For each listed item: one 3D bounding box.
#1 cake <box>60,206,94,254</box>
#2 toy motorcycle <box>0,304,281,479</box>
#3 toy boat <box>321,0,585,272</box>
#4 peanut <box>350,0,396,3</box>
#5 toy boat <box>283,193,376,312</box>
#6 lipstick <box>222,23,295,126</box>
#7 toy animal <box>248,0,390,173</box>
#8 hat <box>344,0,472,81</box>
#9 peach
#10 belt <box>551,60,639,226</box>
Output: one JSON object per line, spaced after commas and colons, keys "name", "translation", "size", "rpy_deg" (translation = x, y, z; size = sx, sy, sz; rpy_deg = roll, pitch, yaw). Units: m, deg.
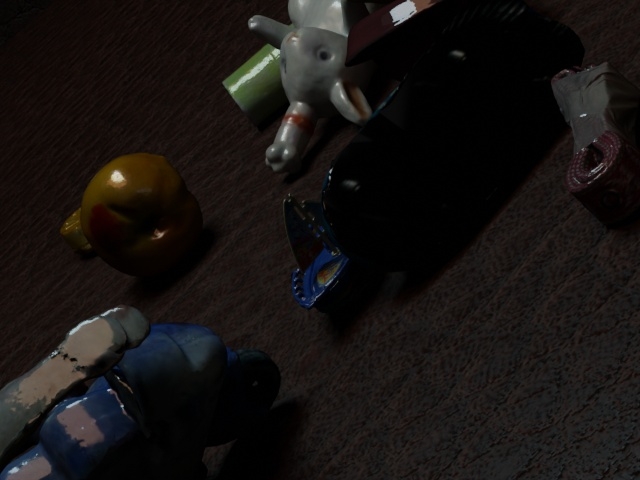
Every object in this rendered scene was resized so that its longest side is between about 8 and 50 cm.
{"name": "cake", "translation": [-0.282, -0.019, 2.202], "size": [0.084, 0.044, 0.084], "rpy_deg": [-33, 22, 15]}
{"name": "toy motorcycle", "translation": [-0.174, 0.185, 1.419], "size": [0.319, 0.182, 0.241], "rpy_deg": [-42, -6, -4]}
{"name": "toy boat", "translation": [0.117, -0.085, 1.604], "size": [0.299, 0.134, 0.092], "rpy_deg": [-50, -14, -18]}
{"name": "peanut", "translation": [0.085, -0.322, 1.898], "size": [0.130, 0.130, 0.290], "rpy_deg": [-29, 1, 27]}
{"name": "toy boat", "translation": [0.000, 0.000, 1.599], "size": [0.091, 0.110, 0.175], "rpy_deg": [-28, 26, 30]}
{"name": "lipstick", "translation": [0.018, -0.260, 2.133], "size": [0.304, 0.076, 0.076], "rpy_deg": [-38, 21, 4]}
{"name": "toy animal", "translation": [0.005, -0.212, 1.971], "size": [0.141, 0.138, 0.282], "rpy_deg": [-18, 32, 37]}
{"name": "hat", "translation": [0.118, -0.215, 1.829], "size": [0.205, 0.089, 0.205], "rpy_deg": [-26, 1, 1]}
{"name": "peach", "translation": [-0.202, -0.028, 1.957], "size": [0.138, 0.138, 0.138], "rpy_deg": [-34, 22, 16]}
{"name": "belt", "translation": [0.234, -0.088, 1.459], "size": [0.071, 0.053, 0.232], "rpy_deg": [-41, 20, 20]}
